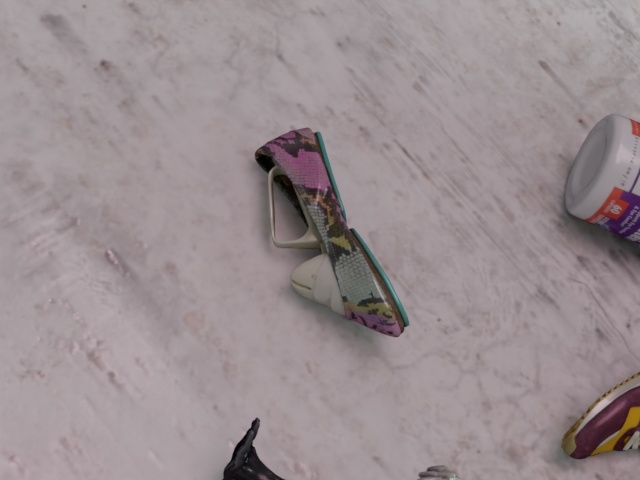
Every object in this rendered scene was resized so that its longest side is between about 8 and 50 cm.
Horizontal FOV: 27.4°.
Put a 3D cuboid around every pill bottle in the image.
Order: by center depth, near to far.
[{"bbox_3d":[0.346,-0.039,1.269,0.194,0.108,0.108,22,57,-8],"label":"pill bottle"}]

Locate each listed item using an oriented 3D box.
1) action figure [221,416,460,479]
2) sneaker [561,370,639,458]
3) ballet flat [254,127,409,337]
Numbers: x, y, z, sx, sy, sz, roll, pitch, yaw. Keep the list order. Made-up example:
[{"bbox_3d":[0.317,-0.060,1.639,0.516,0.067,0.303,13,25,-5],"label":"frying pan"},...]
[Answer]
[{"bbox_3d":[0.041,0.253,0.975,0.276,0.141,0.164,30,45,-1],"label":"action figure"},{"bbox_3d":[0.299,0.161,1.163,0.185,0.069,0.084,-25,68,-29],"label":"sneaker"},{"bbox_3d":[0.000,0.000,1.147,0.079,0.077,0.221,-20,65,-9],"label":"ballet flat"}]
